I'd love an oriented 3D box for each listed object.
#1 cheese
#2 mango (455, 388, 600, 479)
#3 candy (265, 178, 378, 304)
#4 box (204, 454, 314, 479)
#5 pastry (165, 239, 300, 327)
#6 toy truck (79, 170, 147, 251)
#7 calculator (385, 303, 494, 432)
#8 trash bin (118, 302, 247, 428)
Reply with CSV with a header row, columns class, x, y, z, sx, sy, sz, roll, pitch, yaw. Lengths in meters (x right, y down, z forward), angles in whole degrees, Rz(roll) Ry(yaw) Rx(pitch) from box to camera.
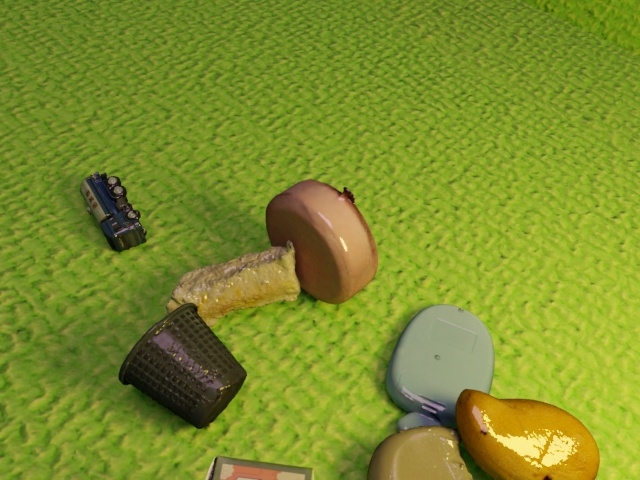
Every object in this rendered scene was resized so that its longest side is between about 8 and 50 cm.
class,x,y,z,sx,sy,sz,roll,pitch,yaw
cheese,0.163,0.402,0.941,0.176,0.091,0.202,-5,53,-13
mango,0.335,0.333,0.999,0.262,0.109,0.157,22,60,-2
candy,0.000,0.000,1.148,0.094,0.255,0.255,-35,62,-30
box,-0.096,0.419,0.822,0.148,0.194,0.177,7,50,-1
pastry,-0.159,0.093,1.138,0.259,0.121,0.089,-20,21,-3
toy truck,-0.439,-0.067,1.267,0.088,0.074,0.201,-26,58,-21
calculator,0.223,0.240,1.115,0.188,0.042,0.302,21,48,9
trash bin,-0.215,0.218,1.010,0.161,0.175,0.175,38,55,9
